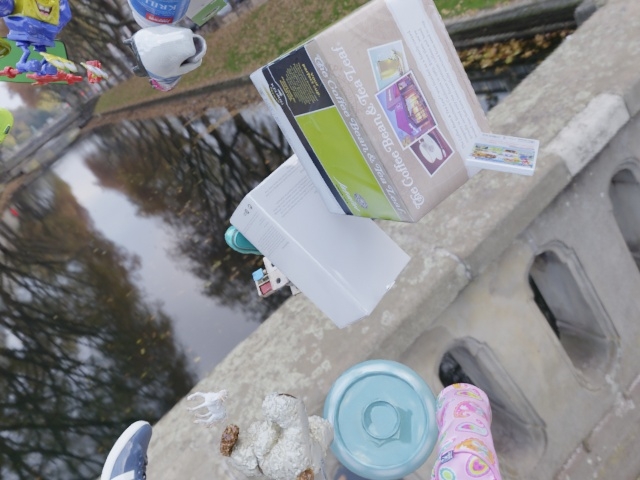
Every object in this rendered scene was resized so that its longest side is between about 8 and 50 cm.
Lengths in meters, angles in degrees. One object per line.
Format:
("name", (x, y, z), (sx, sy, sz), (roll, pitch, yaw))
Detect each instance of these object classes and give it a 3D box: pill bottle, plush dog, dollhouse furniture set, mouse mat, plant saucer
("pill bottle", (-0.316, -0.502, 1.069), (0.124, 0.124, 0.221), (-47, 12, -20))
("plush dog", (-0.114, 0.498, 1.279), (0.226, 0.262, 0.210), (-13, 51, 23))
("dollhouse furniture set", (-0.163, 0.141, 1.864), (0.184, 0.129, 0.128), (-31, 63, 23))
("mouse mat", (-0.716, -0.438, 1.322), (0.152, 0.190, 0.007), (119, 146, -59))
("plant saucer", (0.163, 0.481, 1.459), (0.318, 0.317, 0.043), (-41, -15, -7))

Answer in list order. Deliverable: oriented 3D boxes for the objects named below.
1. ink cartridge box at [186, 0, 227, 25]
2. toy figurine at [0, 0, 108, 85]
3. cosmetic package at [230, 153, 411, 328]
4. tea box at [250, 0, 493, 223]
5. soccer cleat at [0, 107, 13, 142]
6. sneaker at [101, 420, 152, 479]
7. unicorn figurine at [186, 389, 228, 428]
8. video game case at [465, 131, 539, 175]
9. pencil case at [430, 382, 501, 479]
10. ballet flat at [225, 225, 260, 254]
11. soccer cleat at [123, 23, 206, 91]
("ink cartridge box", (-0.340, -0.669, 1.476), (0.109, 0.062, 0.209), (-36, 1, 10))
("toy figurine", (-0.529, -0.389, 0.897), (0.192, 0.217, 0.362), (0, 9, 15))
("cosmetic package", (0.000, 0.000, 1.239), (0.197, 0.365, 0.155), (-45, 2, -33))
("tea box", (0.086, -0.230, 0.975), (0.220, 0.328, 0.324), (-37, 20, -16))
("soccer cleat", (-0.888, -0.233, 1.339), (0.289, 0.093, 0.121), (-45, 41, -4))
("sneaker", (-0.416, 0.584, 1.201), (0.148, 0.131, 0.349), (7, 55, 9))
("unicorn figurine", (-0.269, 0.406, 1.331), (0.111, 0.161, 0.060), (-12, 54, 1))
("video game case", (0.256, -0.123, 0.756), (0.087, 0.011, 0.122), (13, 32, 19))
("pencil case", (0.269, 0.378, 1.020), (0.124, 0.124, 0.284), (-28, 3, 18))
("ballet flat", (-0.130, 0.002, 1.363), (0.087, 0.248, 0.083), (19, 95, 54))
("soccer cleat", (-0.305, -0.384, 1.144), (0.143, 0.115, 0.331), (-15, 16, -4))
